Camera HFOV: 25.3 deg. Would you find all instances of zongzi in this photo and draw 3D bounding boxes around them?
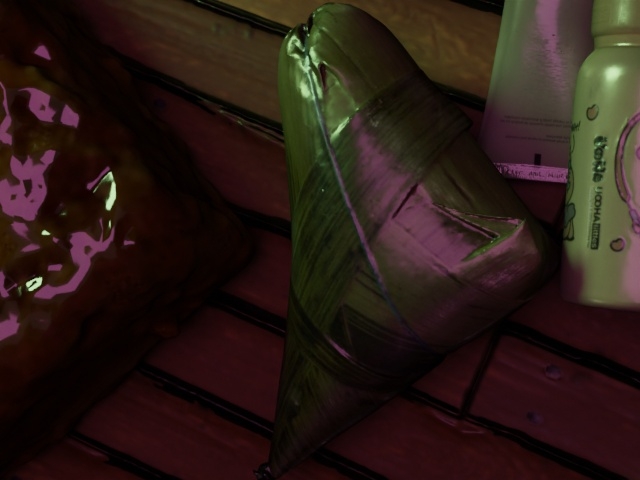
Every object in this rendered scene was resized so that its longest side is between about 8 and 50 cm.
[{"bbox_3d":[0.000,0.000,0.891,0.242,0.112,0.221,-40,73,19],"label":"zongzi"}]

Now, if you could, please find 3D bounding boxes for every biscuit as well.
[{"bbox_3d":[-0.283,-0.033,0.947,0.342,0.166,0.395,-44,76,11],"label":"biscuit"}]

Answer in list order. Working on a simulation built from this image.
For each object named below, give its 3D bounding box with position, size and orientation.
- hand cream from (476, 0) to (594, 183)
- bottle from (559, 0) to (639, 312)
[{"bbox_3d":[0.144,-0.129,0.886,0.087,0.054,0.186,6,94,13],"label":"hand cream"},{"bbox_3d":[0.197,-0.064,0.835,0.097,0.110,0.209,5,92,14],"label":"bottle"}]
